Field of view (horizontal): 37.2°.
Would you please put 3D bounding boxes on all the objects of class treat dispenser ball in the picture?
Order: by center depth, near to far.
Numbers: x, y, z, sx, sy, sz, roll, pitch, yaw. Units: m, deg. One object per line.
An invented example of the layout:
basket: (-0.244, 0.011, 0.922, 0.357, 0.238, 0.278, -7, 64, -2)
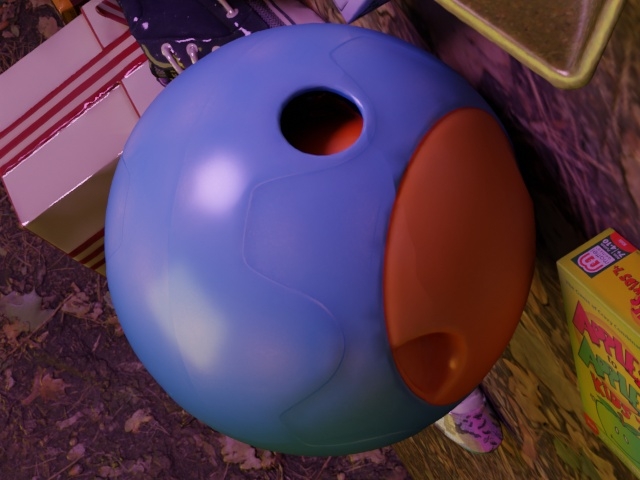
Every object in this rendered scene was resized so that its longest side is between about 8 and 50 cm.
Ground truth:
treat dispenser ball: (0.000, 0.000, 0.647, 0.288, 0.288, 0.288, 57, 172, 13)

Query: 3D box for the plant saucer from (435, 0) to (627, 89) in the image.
plant saucer: (0.053, -0.175, 0.308, 0.188, 0.045, 0.188, 42, 146, 23)

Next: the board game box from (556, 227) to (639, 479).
board game box: (0.204, 0.087, 0.600, 0.092, 0.043, 0.181, 51, 169, 46)

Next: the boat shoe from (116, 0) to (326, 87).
boat shoe: (-0.082, -0.177, 0.958, 0.340, 0.158, 0.127, 53, 171, 36)

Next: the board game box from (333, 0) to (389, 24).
board game box: (0.012, -0.245, 0.504, 0.193, 0.053, 0.305, 58, 172, -3)

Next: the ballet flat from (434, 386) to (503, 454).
ballet flat: (0.150, 0.170, 1.186, 0.221, 0.076, 0.079, -129, 30, -47)

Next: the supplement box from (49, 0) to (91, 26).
supplement box: (-0.342, -0.422, 1.518, 0.129, 0.194, 0.191, 57, 172, 7)

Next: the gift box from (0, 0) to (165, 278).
gift box: (-0.234, -0.125, 1.139, 0.255, 0.258, 0.276, 57, -176, 25)
